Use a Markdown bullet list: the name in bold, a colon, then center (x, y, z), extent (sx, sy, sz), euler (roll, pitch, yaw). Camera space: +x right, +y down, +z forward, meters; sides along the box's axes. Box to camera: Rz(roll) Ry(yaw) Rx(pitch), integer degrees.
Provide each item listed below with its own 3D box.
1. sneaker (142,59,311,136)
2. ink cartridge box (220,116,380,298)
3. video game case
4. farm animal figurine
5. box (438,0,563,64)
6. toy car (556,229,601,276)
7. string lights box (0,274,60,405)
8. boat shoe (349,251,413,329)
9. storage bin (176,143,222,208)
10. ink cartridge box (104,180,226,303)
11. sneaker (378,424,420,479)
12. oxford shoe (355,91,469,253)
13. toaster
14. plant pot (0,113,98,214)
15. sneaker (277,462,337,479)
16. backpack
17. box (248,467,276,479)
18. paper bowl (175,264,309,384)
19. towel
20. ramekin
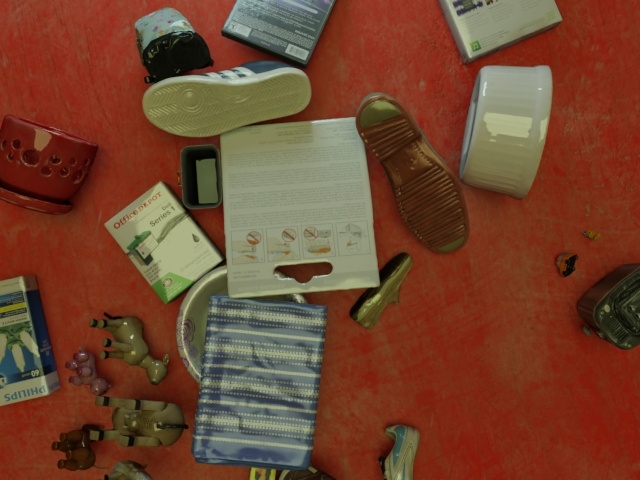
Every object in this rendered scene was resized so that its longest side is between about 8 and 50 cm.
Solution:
- **sneaker**: center (-0.201, -0.311, 1.416), extent (0.350, 0.148, 0.131), euler (-7, 120, -10)
- **ink cartridge box**: center (-0.047, -0.066, 1.396), extent (0.308, 0.091, 0.385), euler (-5, 71, -2)
- **video game case**: center (-0.073, -0.523, 1.451), extent (0.196, 0.026, 0.274), euler (22, 69, -1)
- **farm animal figurine**: center (-0.394, 0.344, 1.386), extent (0.327, 0.172, 0.330), euler (17, 88, 40)
- **box**: center (0.372, -0.589, 1.489), extent (0.232, 0.058, 0.322), euler (-22, 91, -2)
- **toy car**: center (0.577, 0.028, 1.498), extent (0.122, 0.060, 0.040), euler (-37, 45, -18)
- **string lights box**: center (-0.666, 0.215, 1.435), extent (0.133, 0.077, 0.259), euler (-13, 89, -3)
- **boat shoe**: center (0.148, 0.114, 1.469), extent (0.072, 0.068, 0.190), euler (38, 98, -12)
- **storage bin**: center (-0.258, -0.133, 1.445), extent (0.098, 0.091, 0.135), euler (-4, 88, 0)
- **ink cartridge box**: center (-0.335, 0.004, 1.439), extent (0.160, 0.092, 0.219), euler (-39, 90, -2)
- **sneaker**: center (0.162, 0.512, 1.415), extent (0.086, 0.085, 0.237), euler (4, 57, 11)
- **oxford shoe**: center (0.209, -0.153, 1.436), extent (0.140, 0.146, 0.397), euler (-25, 110, 13)
- **toaster**: center (0.669, 0.129, 1.432), extent (0.227, 0.146, 0.129), euler (-41, 91, -1)
- **plant pot**: center (-0.584, -0.153, 1.390), extent (0.191, 0.191, 0.174), euler (18, 93, -1)
- **sneaker**: center (-0.041, 0.598, 1.344), extent (0.162, 0.106, 0.281), euler (5, 70, 42)
- **backpack**: center (-0.321, -0.417, 1.407), extent (0.152, 0.182, 0.115), euler (-19, 127, -15)
- **box**: center (-0.128, 0.526, 1.437), extent (0.058, 0.087, 0.232), euler (6, 87, -3)
- **paper bowl**: center (-0.155, 0.187, 1.412), extent (0.284, 0.148, 0.284), euler (0, 89, -2)
- **towel**: center (-0.122, 0.284, 1.320), extent (0.243, 0.040, 0.336), euler (6, 89, -1)
- **ramekin**: center (0.376, -0.230, 1.378), extent (0.135, 0.277, 0.277), euler (10, 88, 7)
